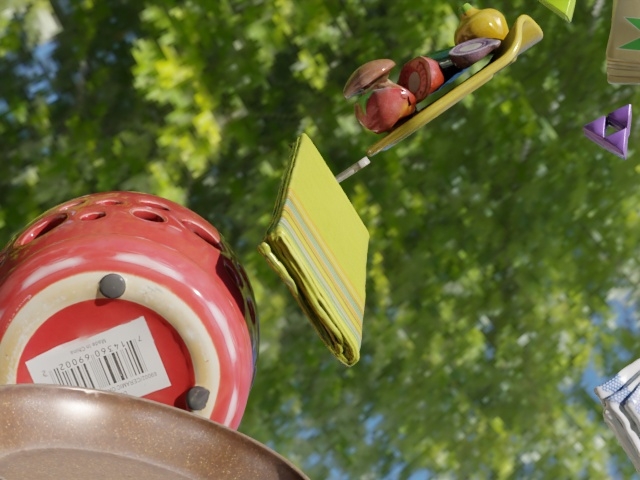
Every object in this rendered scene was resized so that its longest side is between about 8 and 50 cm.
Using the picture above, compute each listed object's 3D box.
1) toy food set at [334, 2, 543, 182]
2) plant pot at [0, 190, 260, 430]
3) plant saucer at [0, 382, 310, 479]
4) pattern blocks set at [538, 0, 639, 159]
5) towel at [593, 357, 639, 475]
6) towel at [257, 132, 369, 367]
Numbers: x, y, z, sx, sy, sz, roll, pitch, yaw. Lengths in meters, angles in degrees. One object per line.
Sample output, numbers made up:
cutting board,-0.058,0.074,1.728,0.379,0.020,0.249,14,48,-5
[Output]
toy food set,0.080,-0.135,1.248,0.071,0.218,0.128,55,-7,-2
plant pot,-0.131,0.073,0.952,0.191,0.191,0.174,64,0,-12
plant saucer,-0.098,0.127,0.773,0.199,0.199,0.036,23,-79,38
pattern blocks set,0.321,-0.212,1.264,0.285,0.324,0.026,18,-12,24
towel,0.338,0.105,0.989,0.209,0.285,0.034,57,-12,-10
towel,0.000,0.000,1.031,0.021,0.237,0.102,-28,-75,12
